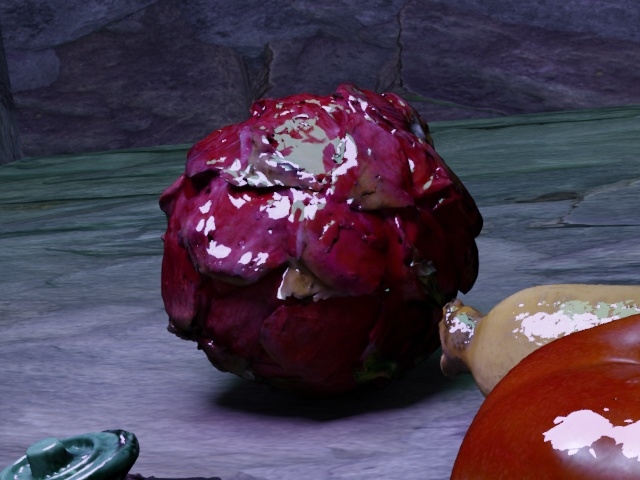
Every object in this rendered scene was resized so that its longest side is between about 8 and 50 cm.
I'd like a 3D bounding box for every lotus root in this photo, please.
[{"bbox_3d":[0.239,0.103,1.271,0.303,0.131,0.146,-1,-9,29],"label":"lotus root"}]

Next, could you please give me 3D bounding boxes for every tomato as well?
[{"bbox_3d":[0.212,0.155,0.811,0.298,0.226,0.298,-14,15,4],"label":"tomato"}]

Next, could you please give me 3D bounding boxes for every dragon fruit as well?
[{"bbox_3d":[0.002,0.002,1.492,0.329,0.329,0.329,-8,12,2],"label":"dragon fruit"}]

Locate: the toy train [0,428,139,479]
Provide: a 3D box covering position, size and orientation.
[{"bbox_3d":[-0.187,0.233,0.914,0.238,0.167,0.299,-21,13,-12],"label":"toy train"}]

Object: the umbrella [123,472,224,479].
[{"bbox_3d":[-0.226,0.213,1.169,0.326,0.090,0.094,-5,9,13],"label":"umbrella"}]
